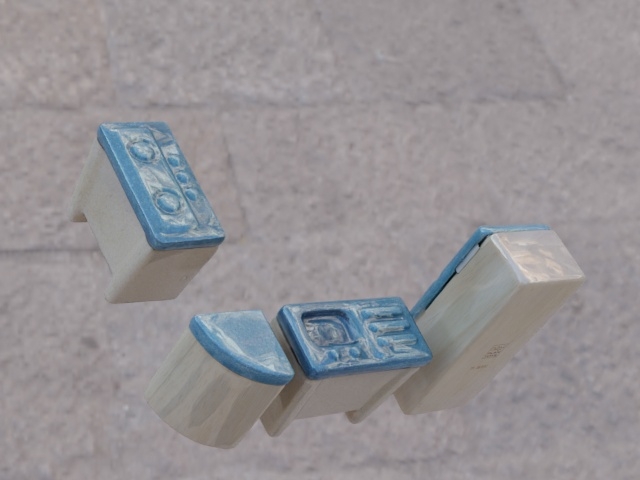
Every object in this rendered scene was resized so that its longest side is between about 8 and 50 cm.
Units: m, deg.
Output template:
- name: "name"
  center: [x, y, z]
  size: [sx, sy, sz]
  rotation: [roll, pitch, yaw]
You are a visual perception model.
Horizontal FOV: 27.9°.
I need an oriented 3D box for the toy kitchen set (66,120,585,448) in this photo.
- name: "toy kitchen set"
  center: [0.000, 0.000, 0.685]
  size: [0.207, 0.122, 0.166]
  rotation: [-3, 52, -40]
